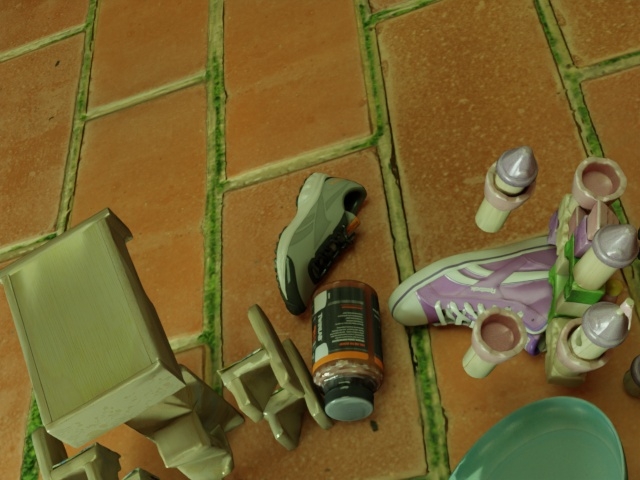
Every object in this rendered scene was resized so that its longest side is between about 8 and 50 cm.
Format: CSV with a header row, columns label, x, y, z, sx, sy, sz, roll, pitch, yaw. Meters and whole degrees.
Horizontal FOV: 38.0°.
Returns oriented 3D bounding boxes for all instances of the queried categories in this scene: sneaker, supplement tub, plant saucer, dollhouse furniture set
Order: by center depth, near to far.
label,x,y,z,sx,sy,sz,roll,pitch,yaw
plant saucer,0.240,0.330,1.093,0.317,0.044,0.317,-47,18,20
dollhouse furniture set,-0.239,0.182,1.283,0.362,0.394,0.256,-30,56,2
sneaker,0.241,0.100,1.329,0.282,0.102,0.161,-18,52,11
supplement tub,0.039,0.162,1.369,0.106,0.106,0.197,-14,49,15
sneaker,0.000,0.000,1.522,0.108,0.100,0.271,6,57,22

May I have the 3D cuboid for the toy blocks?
label,x,y,z,sx,sy,sz,roll,pitch,yaw
toy blocks,0.354,0.027,1.156,0.309,0.260,0.288,10,63,-1
